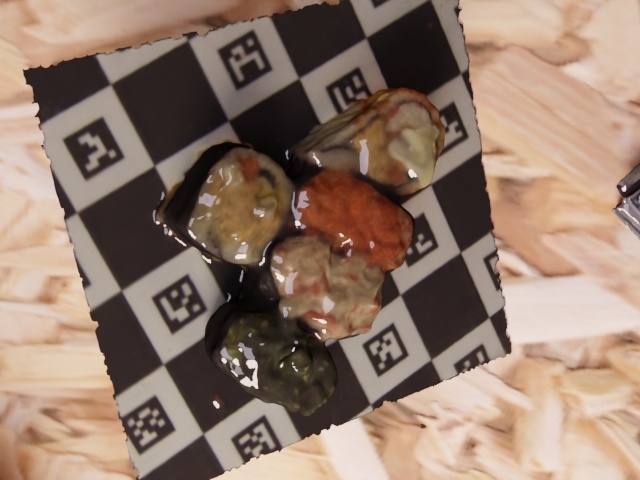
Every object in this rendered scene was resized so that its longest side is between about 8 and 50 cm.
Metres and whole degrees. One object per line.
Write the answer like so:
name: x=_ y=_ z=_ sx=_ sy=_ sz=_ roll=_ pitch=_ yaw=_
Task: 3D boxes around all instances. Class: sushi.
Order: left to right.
sushi: x=0.000 y=0.000 z=0.838 sx=0.339 sy=0.069 sz=0.320 roll=-17 pitch=107 yaw=-25

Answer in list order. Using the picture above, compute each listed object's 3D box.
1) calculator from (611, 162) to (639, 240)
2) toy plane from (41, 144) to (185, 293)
calculator: x=0.370 y=0.006 z=0.926 sx=0.274 sy=0.028 sz=0.166 roll=44 pitch=103 yaw=-9
toy plane: x=-0.156 y=-0.028 z=0.899 sx=0.082 sy=0.160 sz=0.234 roll=-42 pitch=79 yaw=-13
